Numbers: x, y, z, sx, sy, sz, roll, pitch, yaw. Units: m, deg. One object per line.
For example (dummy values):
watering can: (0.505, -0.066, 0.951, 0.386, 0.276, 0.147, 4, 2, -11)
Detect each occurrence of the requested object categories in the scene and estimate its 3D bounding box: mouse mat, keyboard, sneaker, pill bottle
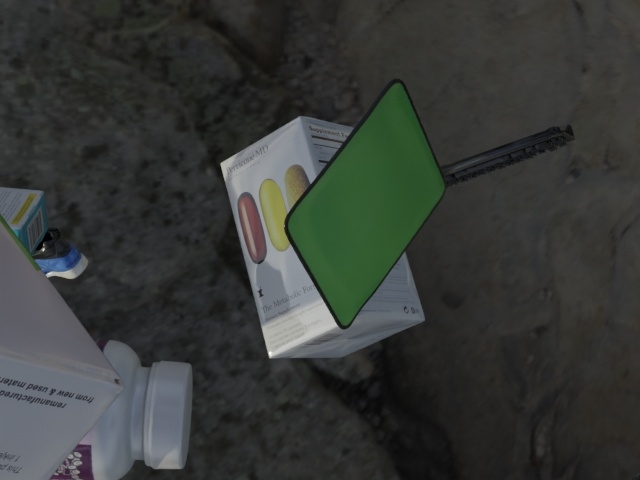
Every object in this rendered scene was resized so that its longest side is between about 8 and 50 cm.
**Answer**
mouse mat: (0.045, -0.032, 1.141, 0.007, 0.189, 0.152, 17, 148, 39)
keyboard: (0.187, -0.090, 1.716, 0.317, 0.201, 0.033, -18, 90, 19)
sneaker: (-0.418, 0.018, 1.897, 0.152, 0.058, 0.084, -2, 137, 45)
pill bottle: (-0.305, 0.197, 1.499, 0.301, 0.169, 0.169, 3, 99, -1)

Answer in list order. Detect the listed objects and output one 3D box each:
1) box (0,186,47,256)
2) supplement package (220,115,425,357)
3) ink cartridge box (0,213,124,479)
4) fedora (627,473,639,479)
box: (-0.477, -0.024, 1.610, 0.244, 0.100, 0.060, 5, 121, 5)
supplement package: (0.000, 0.000, 1.477, 0.139, 0.134, 0.244, -28, 69, 34)
ink cartridge box: (-0.262, 0.101, 0.659, 0.273, 0.115, 0.198, -50, 56, 10)
fedora: (0.314, 0.352, 1.088, 0.334, 0.152, 0.334, 1, 83, -5)
